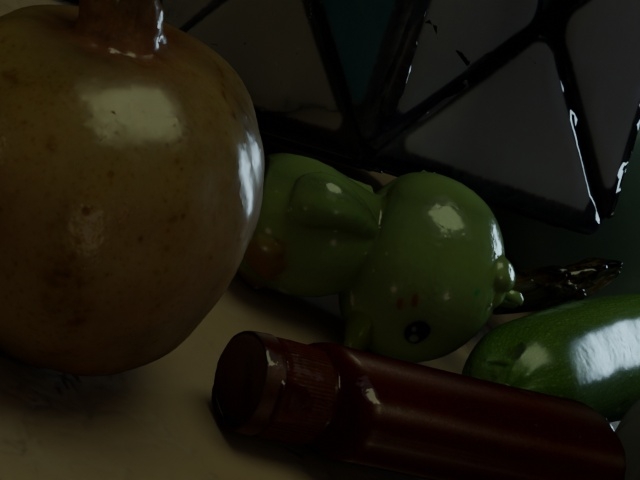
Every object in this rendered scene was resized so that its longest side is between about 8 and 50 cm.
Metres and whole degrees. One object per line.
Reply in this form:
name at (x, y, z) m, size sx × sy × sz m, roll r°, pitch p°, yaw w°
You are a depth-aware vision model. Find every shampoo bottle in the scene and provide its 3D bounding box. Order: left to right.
shampoo bottle at (0.058, 0.108, 1.093) m, size 0.260 × 0.064 × 0.102 m, roll 15°, pitch 12°, yaw -32°

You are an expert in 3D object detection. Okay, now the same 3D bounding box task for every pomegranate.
pomegranate at (-0.122, -0.028, 0.964) m, size 0.207 × 0.207 × 0.207 m, roll 30°, pitch 18°, yaw -11°

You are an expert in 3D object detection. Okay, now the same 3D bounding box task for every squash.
squash at (0.204, 0.091, 1.366) m, size 0.101 × 0.101 × 0.379 m, roll 41°, pitch 23°, yaw 22°

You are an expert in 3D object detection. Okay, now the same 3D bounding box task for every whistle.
whistle at (0.001, 0.010, 1.236) m, size 0.294 × 0.141 × 0.141 m, roll 7°, pitch 25°, yaw -15°

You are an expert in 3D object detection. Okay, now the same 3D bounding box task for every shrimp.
shrimp at (0.171, 0.032, 1.380) m, size 0.195 × 0.035 × 0.148 m, roll -9°, pitch -6°, yaw -23°

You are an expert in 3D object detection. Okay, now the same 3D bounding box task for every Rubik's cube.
Rubik's cube at (0.073, -0.202, 1.449) m, size 0.310 × 0.305 × 0.307 m, roll 14°, pitch 3°, yaw -45°

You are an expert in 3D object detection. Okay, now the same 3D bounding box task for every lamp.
lamp at (0.230, -0.040, 1.599) m, size 0.284 × 0.209 × 0.147 m, roll 24°, pitch 11°, yaw 38°

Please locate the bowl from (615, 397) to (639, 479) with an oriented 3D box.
bowl at (0.267, 0.132, 1.197) m, size 0.189 × 0.189 × 0.086 m, roll -122°, pitch -168°, yaw -53°
